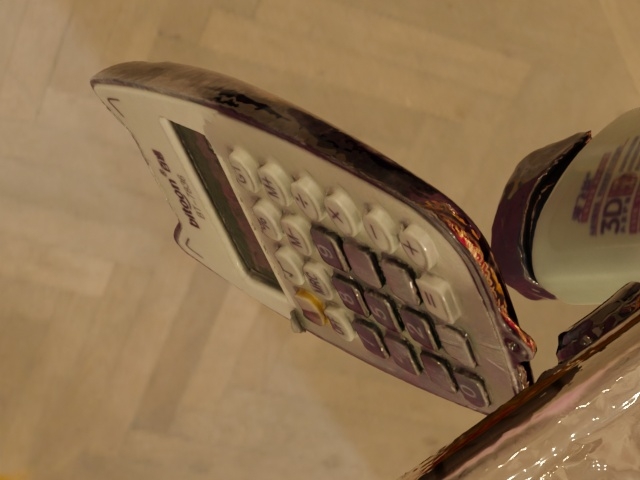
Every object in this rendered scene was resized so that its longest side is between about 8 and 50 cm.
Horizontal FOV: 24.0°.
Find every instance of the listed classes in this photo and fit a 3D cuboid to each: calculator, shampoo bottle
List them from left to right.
[{"bbox_3d":[0.000,0.000,0.731,0.040,0.268,0.177,-44,138,-19],"label":"calculator"},{"bbox_3d":[0.238,-0.032,0.829,0.078,0.359,0.134,30,71,-26],"label":"shampoo bottle"}]

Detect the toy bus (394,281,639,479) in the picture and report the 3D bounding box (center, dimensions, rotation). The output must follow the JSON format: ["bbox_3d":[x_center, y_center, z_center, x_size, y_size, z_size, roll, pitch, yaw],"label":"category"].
[{"bbox_3d":[0.056,0.088,0.404,0.268,0.106,0.092,-36,84,5],"label":"toy bus"}]
